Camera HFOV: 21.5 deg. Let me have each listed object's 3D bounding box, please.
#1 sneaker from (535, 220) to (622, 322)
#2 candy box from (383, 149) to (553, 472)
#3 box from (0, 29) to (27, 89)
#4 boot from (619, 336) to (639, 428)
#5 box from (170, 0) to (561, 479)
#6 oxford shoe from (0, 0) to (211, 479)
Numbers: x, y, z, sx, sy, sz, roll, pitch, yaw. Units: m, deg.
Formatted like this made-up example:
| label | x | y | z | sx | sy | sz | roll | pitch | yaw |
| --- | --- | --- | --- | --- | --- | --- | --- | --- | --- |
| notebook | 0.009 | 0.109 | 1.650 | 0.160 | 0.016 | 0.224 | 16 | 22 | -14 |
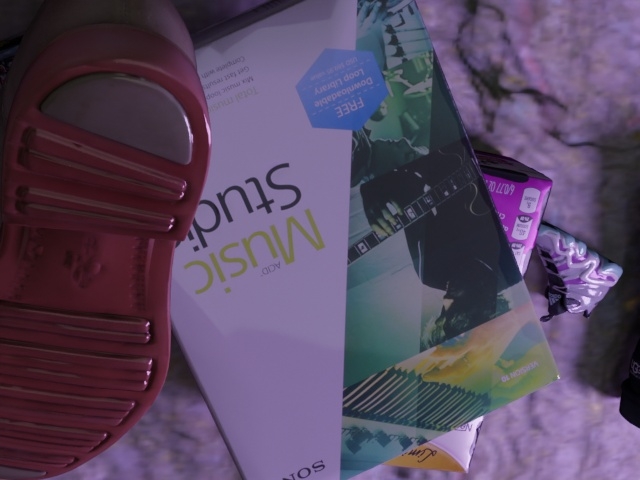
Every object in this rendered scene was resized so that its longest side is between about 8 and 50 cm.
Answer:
| label | x | y | z | sx | sy | sz | roll | pitch | yaw |
| --- | --- | --- | --- | --- | --- | --- | --- | --- | --- |
| sneaker | 0.183 | 0.030 | 1.301 | 0.098 | 0.038 | 0.069 | 30 | 93 | -28 |
| candy box | 0.058 | 0.045 | 1.232 | 0.159 | 0.071 | 0.233 | 9 | 104 | -25 |
| box | -0.201 | -0.081 | 1.099 | 0.137 | 0.027 | 0.094 | -24 | 116 | -15 |
| boot | 0.364 | 0.051 | 1.355 | 0.246 | 0.094 | 0.207 | 2 | 110 | -18 |
| box | 0.000 | 0.000 | 1.127 | 0.232 | 0.058 | 0.322 | -25 | 110 | -4 |
| oxford shoe | -0.150 | -0.001 | 1.020 | 0.140 | 0.147 | 0.397 | 12 | 134 | -18 |
